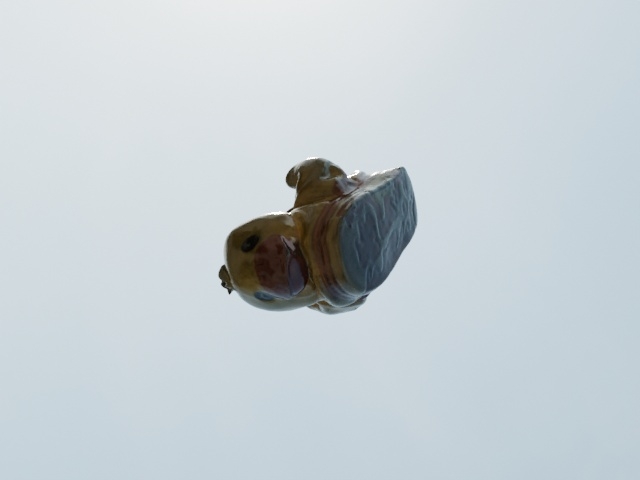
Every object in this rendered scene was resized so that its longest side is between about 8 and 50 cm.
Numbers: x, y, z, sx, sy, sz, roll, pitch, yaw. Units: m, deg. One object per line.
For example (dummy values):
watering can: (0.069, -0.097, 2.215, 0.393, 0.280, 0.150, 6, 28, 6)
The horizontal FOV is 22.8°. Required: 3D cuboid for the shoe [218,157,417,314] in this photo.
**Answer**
shoe: (0.002, 0.002, 0.745, 0.069, 0.072, 0.109, -4, -143, 30)
